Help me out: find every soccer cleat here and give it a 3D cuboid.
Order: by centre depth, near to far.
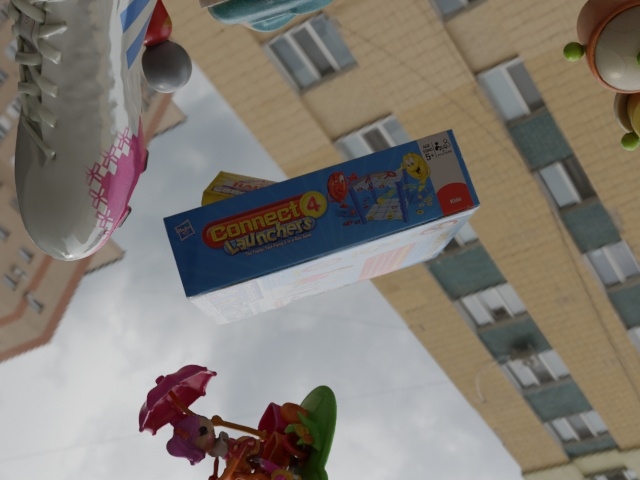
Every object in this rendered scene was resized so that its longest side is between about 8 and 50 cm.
[{"bbox_3d":[-0.193,-0.152,0.650,0.116,0.143,0.331,12,-91,24],"label":"soccer cleat"}]

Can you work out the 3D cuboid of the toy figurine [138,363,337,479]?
[{"bbox_3d":[-0.082,0.177,0.755,0.130,0.159,0.173,-61,-164,21],"label":"toy figurine"}]

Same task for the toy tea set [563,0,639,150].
[{"bbox_3d":[0.407,-0.224,0.834,0.336,0.200,0.124,-41,-155,22],"label":"toy tea set"}]

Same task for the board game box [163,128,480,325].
[{"bbox_3d":[0.000,0.000,0.980,0.302,0.086,0.308,-18,170,-5],"label":"board game box"}]

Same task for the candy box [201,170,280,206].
[{"bbox_3d":[-0.053,-0.055,1.199,0.206,0.027,0.105,11,-161,3],"label":"candy box"}]

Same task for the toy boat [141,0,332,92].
[{"bbox_3d":[-0.115,-0.318,1.166,0.318,0.148,0.267,-28,-161,-24],"label":"toy boat"}]
